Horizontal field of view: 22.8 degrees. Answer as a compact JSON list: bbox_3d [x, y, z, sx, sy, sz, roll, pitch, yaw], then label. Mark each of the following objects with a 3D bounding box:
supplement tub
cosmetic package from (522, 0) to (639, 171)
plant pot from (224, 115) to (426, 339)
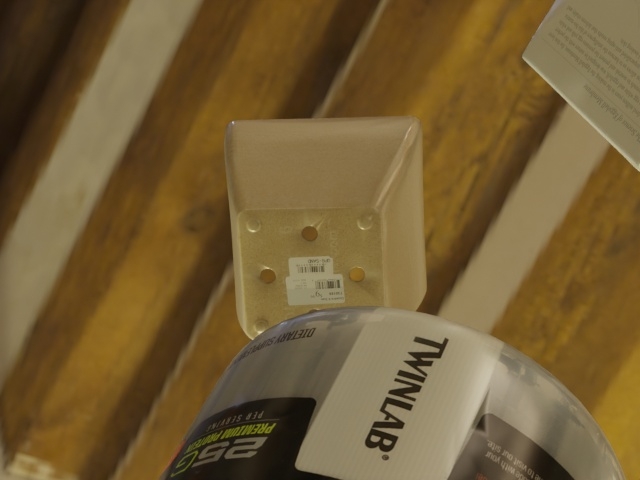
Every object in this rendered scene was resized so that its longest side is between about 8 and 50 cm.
[{"bbox_3d":[-0.011,0.203,0.621,0.207,0.207,0.338,-41,-167,44],"label":"supplement tub"},{"bbox_3d":[0.299,-0.168,1.201,0.224,0.138,0.224,-58,-152,17],"label":"cosmetic package"},{"bbox_3d":[0.000,0.000,0.845,0.096,0.109,0.109,-77,165,-69],"label":"plant pot"}]
